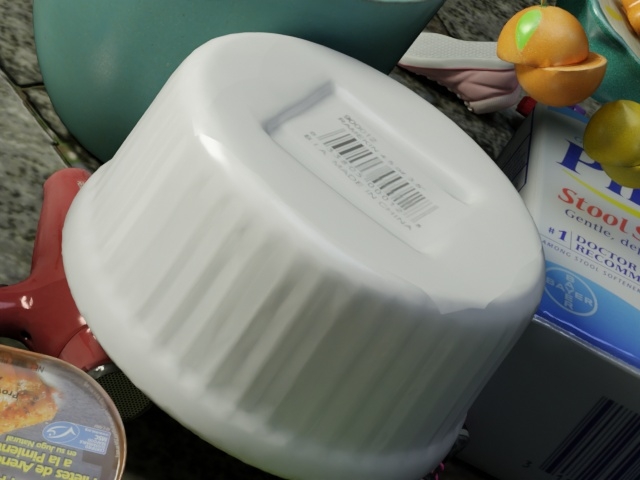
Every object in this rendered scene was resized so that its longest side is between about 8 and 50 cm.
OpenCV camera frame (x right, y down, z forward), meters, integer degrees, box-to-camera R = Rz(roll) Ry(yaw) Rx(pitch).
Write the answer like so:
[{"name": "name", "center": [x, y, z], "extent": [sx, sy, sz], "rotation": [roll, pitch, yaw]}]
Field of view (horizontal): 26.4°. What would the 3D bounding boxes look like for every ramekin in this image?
[{"name": "ramekin", "center": [0.000, 0.000, 0.810], "extent": [0.277, 0.135, 0.277], "rotation": [25, 31, -16]}]

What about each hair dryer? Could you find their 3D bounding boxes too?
[{"name": "hair dryer", "center": [-0.193, 0.037, 0.794], "extent": [0.223, 0.080, 0.293], "rotation": [33, 35, 3]}]

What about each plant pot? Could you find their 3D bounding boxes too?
[{"name": "plant pot", "center": [-0.077, -0.176, 1.003], "extent": [0.293, 0.235, 0.293], "rotation": [20, 38, -16]}]

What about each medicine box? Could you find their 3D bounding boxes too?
[{"name": "medicine box", "center": [0.233, 0.068, 1.015], "extent": [0.263, 0.149, 0.289], "rotation": [27, 36, -7]}]

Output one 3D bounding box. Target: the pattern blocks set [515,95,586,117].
[{"name": "pattern blocks set", "center": [0.339, -0.055, 1.224], "extent": [0.325, 0.026, 0.285], "rotation": [28, 3, -3]}]

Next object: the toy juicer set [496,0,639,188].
[{"name": "toy juicer set", "center": [0.232, -0.122, 0.977], "extent": [0.329, 0.089, 0.209], "rotation": [27, 38, -41]}]

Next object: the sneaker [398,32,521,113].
[{"name": "sneaker", "center": [0.129, -0.156, 1.303], "extent": [0.134, 0.070, 0.051], "rotation": [8, 41, 18]}]

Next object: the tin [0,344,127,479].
[{"name": "tin", "center": [-0.192, 0.100, 0.678], "extent": [0.190, 0.040, 0.106], "rotation": [15, 50, -6]}]

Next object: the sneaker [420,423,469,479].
[{"name": "sneaker", "center": [0.048, 0.164, 0.839], "extent": [0.075, 0.063, 0.170], "rotation": [47, 39, 14]}]
